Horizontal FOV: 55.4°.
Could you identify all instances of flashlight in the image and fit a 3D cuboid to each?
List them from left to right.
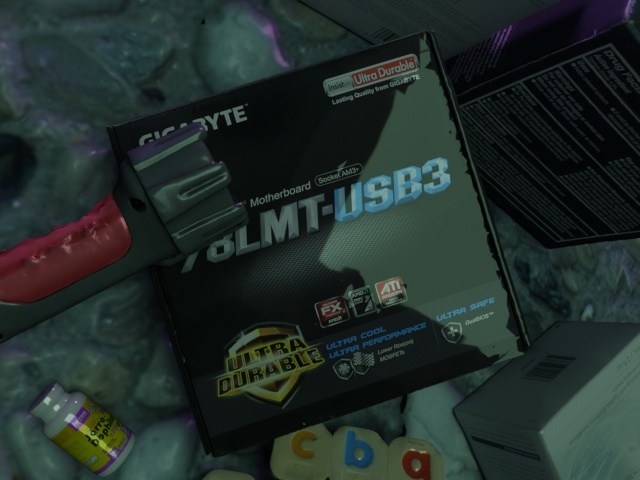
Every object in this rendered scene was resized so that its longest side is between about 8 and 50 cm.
[{"bbox_3d":[-0.207,0.012,0.433,0.303,0.103,0.103,-29,90,-8],"label":"flashlight"}]

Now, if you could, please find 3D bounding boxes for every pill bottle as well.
[{"bbox_3d":[-0.198,0.155,0.506,0.083,0.043,0.043,46,66,-18],"label":"pill bottle"}]

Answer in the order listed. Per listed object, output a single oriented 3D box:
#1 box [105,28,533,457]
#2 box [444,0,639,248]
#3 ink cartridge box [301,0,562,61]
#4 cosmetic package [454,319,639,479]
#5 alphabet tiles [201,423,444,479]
[{"bbox_3d":[0.000,0.000,0.541,0.295,0.073,0.294,-17,91,-3],"label":"box"},{"bbox_3d":[0.313,-0.149,0.681,0.296,0.294,0.183,36,69,-22],"label":"box"},{"bbox_3d":[0.072,-0.282,0.589,0.275,0.238,0.060,22,75,-26],"label":"ink cartridge box"},{"bbox_3d":[0.318,0.249,0.734,0.224,0.138,0.225,-30,101,-28],"label":"cosmetic package"},{"bbox_3d":[0.023,0.285,0.517,0.283,0.021,0.278,10,41,0],"label":"alphabet tiles"}]
